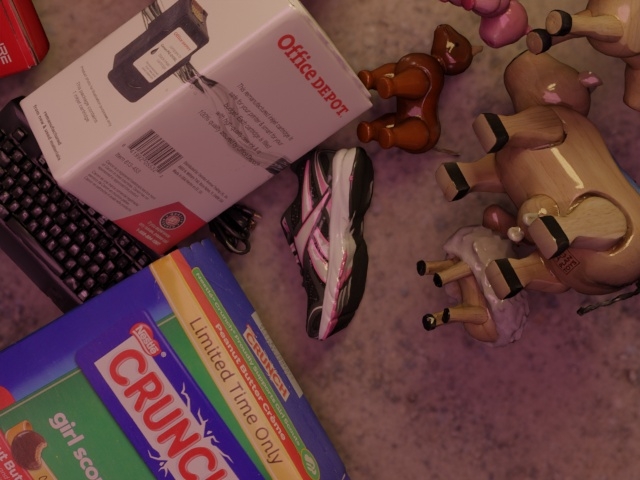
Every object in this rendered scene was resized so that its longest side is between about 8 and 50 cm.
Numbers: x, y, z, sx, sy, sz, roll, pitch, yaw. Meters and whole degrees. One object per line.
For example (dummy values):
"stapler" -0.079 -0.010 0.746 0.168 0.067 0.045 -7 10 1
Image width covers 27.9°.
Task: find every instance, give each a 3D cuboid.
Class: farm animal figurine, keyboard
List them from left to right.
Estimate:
"keyboard" -0.187 -0.012 1.213 0.317 0.033 0.201 45 98 0
"farm animal figurine" 0.193 -0.097 1.051 0.172 0.330 0.327 -10 80 -32

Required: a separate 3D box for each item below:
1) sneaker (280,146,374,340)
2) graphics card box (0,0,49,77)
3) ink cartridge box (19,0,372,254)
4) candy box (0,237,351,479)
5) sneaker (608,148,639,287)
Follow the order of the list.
"sneaker" 0.000 0.000 1.182 0.077 0.072 0.178 8 92 23
"graphics card box" -0.460 -0.217 1.164 0.370 0.094 0.233 -17 113 7
"ink cartridge box" -0.099 -0.116 1.082 0.237 0.172 0.100 -35 59 8
"candy box" -0.177 0.189 1.167 0.317 0.122 0.268 -30 92 14
"sneaker" 0.290 -0.020 1.151 0.073 0.063 0.162 -35 94 -11
